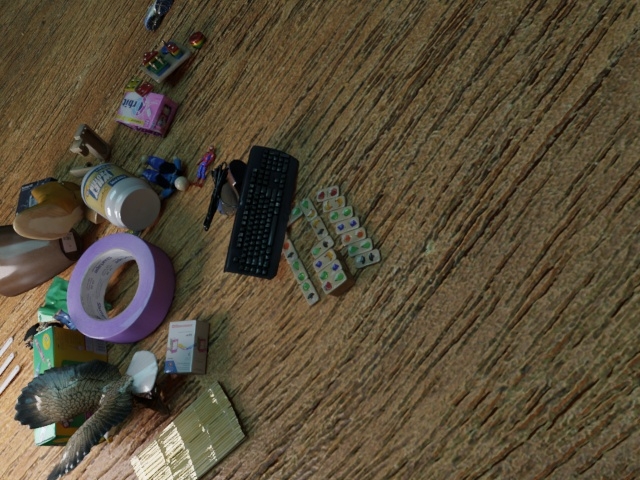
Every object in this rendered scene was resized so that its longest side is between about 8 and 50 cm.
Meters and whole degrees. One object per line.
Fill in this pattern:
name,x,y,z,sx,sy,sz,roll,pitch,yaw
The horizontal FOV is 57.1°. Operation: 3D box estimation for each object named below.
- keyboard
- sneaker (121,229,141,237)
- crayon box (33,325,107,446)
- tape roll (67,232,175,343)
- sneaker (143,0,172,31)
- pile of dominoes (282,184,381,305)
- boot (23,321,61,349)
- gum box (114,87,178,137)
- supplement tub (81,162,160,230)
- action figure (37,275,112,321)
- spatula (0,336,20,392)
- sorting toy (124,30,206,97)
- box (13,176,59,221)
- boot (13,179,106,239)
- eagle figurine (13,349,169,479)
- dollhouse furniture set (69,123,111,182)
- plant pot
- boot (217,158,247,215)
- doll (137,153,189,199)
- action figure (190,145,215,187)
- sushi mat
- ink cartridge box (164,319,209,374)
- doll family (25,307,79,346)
keyboard,-0.171,-0.075,1.344,0.201,0.033,0.317,9,69,0
sneaker,-0.530,-0.014,1.630,0.083,0.035,0.031,-40,57,15
crayon box,-0.623,0.367,1.479,0.081,0.165,0.279,-27,61,23
tape roll,-0.513,0.123,1.513,0.274,0.090,0.275,-8,68,21
sneaker,-0.521,-0.733,1.864,0.058,0.052,0.135,39,96,40
pile of dominoes,0.000,0.000,1.278,0.196,0.040,0.251,-39,57,17
boot,-0.812,0.272,1.713,0.099,0.045,0.121,31,90,42
gum box,-0.508,-0.374,1.722,0.188,0.062,0.107,19,84,37
supplement tub,-0.544,-0.118,1.607,0.199,0.144,0.144,27,89,36
action figure,-0.675,0.177,1.642,0.232,0.063,0.137,3,74,27
spatula,-0.991,0.428,1.792,0.242,0.019,0.168,-49,49,9
sorting toy,-0.470,-0.533,1.724,0.274,0.046,0.132,-44,48,-6
box,-0.870,-0.100,1.846,0.155,0.093,0.158,-9,68,31
boot,-0.773,-0.096,1.673,0.211,0.295,0.104,27,115,29
eagle figurine,-0.498,0.381,1.322,0.226,0.298,0.225,-11,89,50
dollhouse furniture set,-0.645,-0.248,1.736,0.123,0.144,0.151,-4,57,27
plant pot,-0.829,0.035,1.721,0.230,0.215,0.216,-15,66,13
boot,-0.192,-0.076,1.426,0.106,0.082,0.219,-37,64,47
doll,-0.424,-0.174,1.610,0.189,0.046,0.129,23,97,34
action figure,-0.307,-0.198,1.555,0.038,0.030,0.115,18,82,41
sushi mat,-0.302,0.469,1.325,0.316,0.019,0.151,-43,55,13
ink cartridge box,-0.315,0.252,1.388,0.088,0.052,0.123,-9,68,31
doll family,-0.712,0.262,1.614,0.193,0.111,0.076,-31,25,34
